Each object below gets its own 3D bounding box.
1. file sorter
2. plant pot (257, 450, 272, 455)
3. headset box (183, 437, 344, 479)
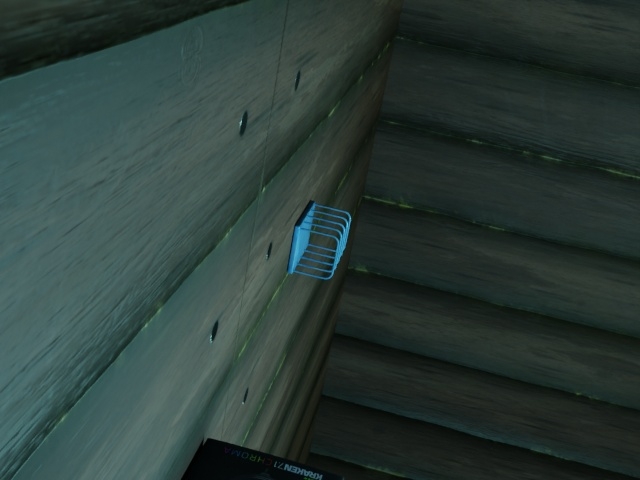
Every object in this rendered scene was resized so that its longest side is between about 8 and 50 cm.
[{"bbox_3d":[0.000,0.000,1.884,0.170,0.104,0.118,-61,163,-65],"label":"file sorter"},{"bbox_3d":[-0.097,0.634,1.985,0.205,0.188,0.205,13,90,-83],"label":"plant pot"},{"bbox_3d":[-0.116,0.467,1.260,0.283,0.246,0.131,-60,163,-65],"label":"headset box"}]
